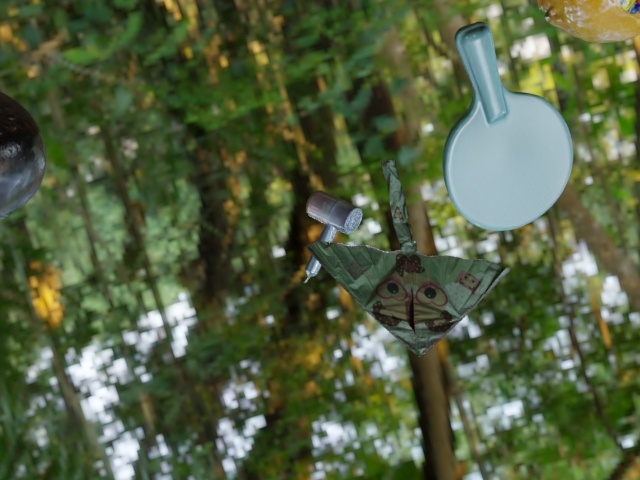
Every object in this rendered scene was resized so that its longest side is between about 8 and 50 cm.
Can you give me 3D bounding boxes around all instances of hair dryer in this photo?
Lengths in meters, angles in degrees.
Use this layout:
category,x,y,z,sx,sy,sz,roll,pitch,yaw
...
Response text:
category,x,y,z,sx,sy,sz,roll,pitch,yaw
hair dryer,0.000,0.000,1.753,0.063,0.114,0.037,25,-178,28

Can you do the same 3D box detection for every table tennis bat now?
category,x,y,z,sx,sy,sz,roll,pitch,yaw
table tennis bat,0.189,-0.120,1.513,0.149,0.237,0.038,-24,-154,-6

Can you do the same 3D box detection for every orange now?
category,x,y,z,sx,sy,sz,roll,pitch,yaw
orange,0.353,-0.330,1.795,0.178,0.155,0.177,27,-168,-6

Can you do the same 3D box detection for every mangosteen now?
category,x,y,z,sx,sy,sz,roll,pitch,yaw
mangosteen,-0.352,-0.079,1.413,0.153,0.152,0.152,-16,-169,3

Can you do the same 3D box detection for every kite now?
category,x,y,z,sx,sy,sz,roll,pitch,yaw
kite,0.094,0.015,1.510,0.229,0.250,0.012,5,147,-17
